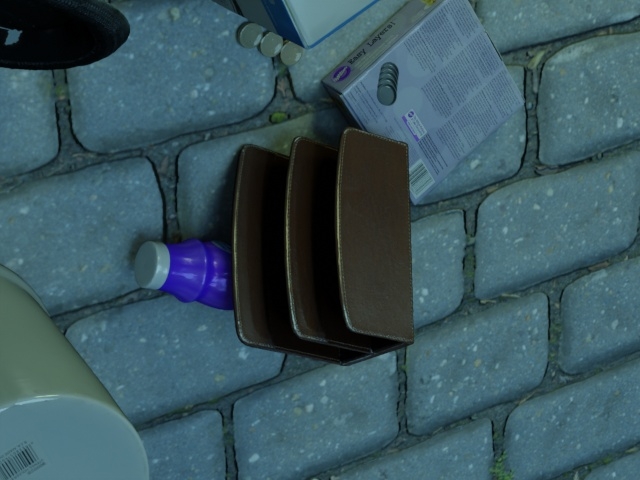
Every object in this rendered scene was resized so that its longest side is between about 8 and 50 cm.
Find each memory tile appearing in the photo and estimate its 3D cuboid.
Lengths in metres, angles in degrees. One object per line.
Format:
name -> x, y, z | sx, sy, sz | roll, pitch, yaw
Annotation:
memory tile -> -0.048, -0.324, 1.923 | 0.113, 0.012, 0.148 | 17, 102, -37

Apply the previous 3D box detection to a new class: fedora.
fedora -> -0.380, -0.313, 1.590 | 0.334, 0.334, 0.152 | 12, 75, -36

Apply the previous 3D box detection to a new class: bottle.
bottle -> -0.129, 0.051, 1.985 | 0.283, 0.118, 0.092 | 10, 103, -35

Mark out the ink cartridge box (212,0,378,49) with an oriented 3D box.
ink cartridge box -> -0.027, -0.382, 1.719 | 0.223, 0.307, 0.129 | -38, 125, -12

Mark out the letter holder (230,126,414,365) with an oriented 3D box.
letter holder -> 0.000, 0.000, 1.928 | 0.214, 0.152, 0.301 | 15, 65, -35

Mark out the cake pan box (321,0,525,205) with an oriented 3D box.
cake pan box -> 0.162, -0.218, 2.077 | 0.246, 0.070, 0.267 | -43, 128, -6

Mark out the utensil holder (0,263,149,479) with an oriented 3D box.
utensil holder -> -0.424, 0.238, 1.713 | 0.328, 0.385, 0.327 | -15, 121, -27
